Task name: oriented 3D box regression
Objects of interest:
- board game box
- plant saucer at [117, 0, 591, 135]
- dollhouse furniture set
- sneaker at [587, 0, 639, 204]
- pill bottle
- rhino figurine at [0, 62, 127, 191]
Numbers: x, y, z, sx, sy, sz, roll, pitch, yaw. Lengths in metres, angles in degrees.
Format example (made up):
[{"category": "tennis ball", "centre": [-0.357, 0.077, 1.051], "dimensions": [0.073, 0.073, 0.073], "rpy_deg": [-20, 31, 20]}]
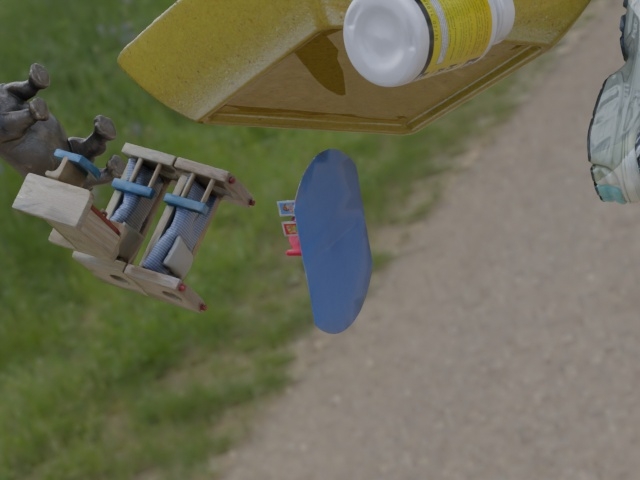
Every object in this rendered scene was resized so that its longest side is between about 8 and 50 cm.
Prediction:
[{"category": "board game box", "centre": [0.000, 0.000, 1.711], "dimensions": [0.033, 0.168, 0.133], "rpy_deg": [0, 22, 26]}, {"category": "plant saucer", "centre": [0.039, -0.170, 1.621], "dimensions": [0.333, 0.081, 0.333], "rpy_deg": [1, -18, -31]}, {"category": "dollhouse furniture set", "centre": [-0.170, -0.035, 1.764], "dimensions": [0.129, 0.183, 0.129], "rpy_deg": [16, 73, 27]}, {"category": "sneaker", "centre": [0.317, -0.150, 1.583], "dimensions": [0.122, 0.110, 0.283], "rpy_deg": [6, 65, 23]}, {"category": "pill bottle", "centre": [0.074, -0.140, 1.205], "dimensions": [0.065, 0.065, 0.116], "rpy_deg": [-2, 13, 42]}, {"category": "rhino figurine", "centre": [-0.312, -0.125, 1.886], "dimensions": [0.106, 0.243, 0.073], "rpy_deg": [-30, 33, 35]}]
